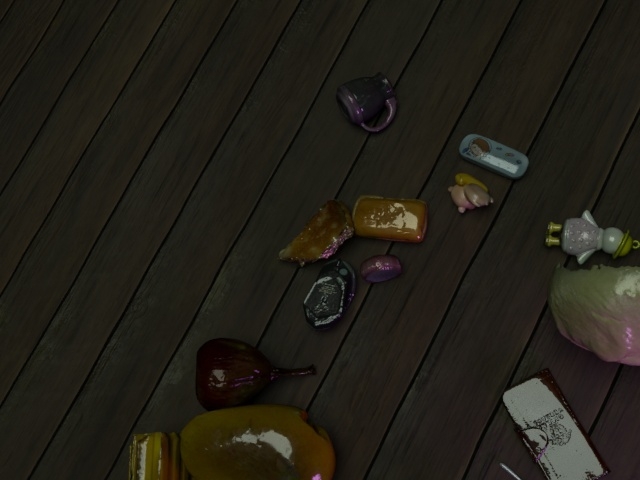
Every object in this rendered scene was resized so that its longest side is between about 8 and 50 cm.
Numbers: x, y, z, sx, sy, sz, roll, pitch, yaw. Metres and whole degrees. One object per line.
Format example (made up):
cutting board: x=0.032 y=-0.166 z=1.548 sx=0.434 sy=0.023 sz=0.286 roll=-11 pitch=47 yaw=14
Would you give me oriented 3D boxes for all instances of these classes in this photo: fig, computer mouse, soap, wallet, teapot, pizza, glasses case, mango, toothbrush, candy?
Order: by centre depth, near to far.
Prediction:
toothbrush: x=0.460 y=0.538 z=1.620 sx=0.162 sy=0.014 sz=0.017 roll=38 pitch=67 yaw=25
wallet: x=0.508 y=0.422 z=1.631 sx=0.137 sy=0.031 sz=0.255 roll=-30 pitch=67 yaw=6
mango: x=-0.146 y=0.492 z=1.700 sx=0.365 sy=0.182 sz=0.253 roll=11 pitch=91 yaw=2
soap: x=-0.368 y=0.615 z=1.748 sx=0.096 sy=0.204 sz=0.324 roll=-8 pitch=70 yaw=18
candy: x=0.147 y=0.068 z=1.820 sx=0.103 sy=0.103 sz=0.043 roll=-15 pitch=69 yaw=12
fig: x=-0.177 y=0.306 z=1.822 sx=0.290 sy=0.190 sz=0.191 roll=-24 pitch=66 yaw=-10
glasses case: x=0.432 y=-0.210 z=1.852 sx=0.178 sy=0.045 sz=0.067 roll=28 pitch=82 yaw=23
computer mouse: x=0.026 y=0.141 z=1.856 sx=0.106 sy=0.062 sz=0.192 roll=16 pitch=72 yaw=22
pizza: x=0.000 y=0.000 z=1.897 sx=0.226 sy=0.069 sz=0.147 roll=-49 pitch=44 yaw=2
teapot: x=0.131 y=-0.373 z=1.964 sx=0.146 sy=0.116 sz=0.148 roll=-31 pitch=62 yaw=-5

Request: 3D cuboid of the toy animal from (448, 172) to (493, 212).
toy animal: x=0.369 y=-0.106 z=1.828 sx=0.082 sy=0.091 sz=0.114 roll=-55 pitch=49 yaw=25

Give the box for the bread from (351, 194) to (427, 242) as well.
bread: x=0.170 y=-0.058 z=1.873 sx=0.200 sy=0.077 sz=0.116 roll=6 pitch=83 yaw=19

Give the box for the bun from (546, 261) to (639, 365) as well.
bun: x=0.647 y=0.156 z=1.521 sx=0.364 sy=0.364 sz=0.202 roll=4 pitch=85 yaw=18

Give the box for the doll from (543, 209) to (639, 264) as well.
doll: x=0.624 y=-0.004 z=1.708 sx=0.207 sy=0.081 sz=0.129 roll=8 pitch=83 yaw=17
